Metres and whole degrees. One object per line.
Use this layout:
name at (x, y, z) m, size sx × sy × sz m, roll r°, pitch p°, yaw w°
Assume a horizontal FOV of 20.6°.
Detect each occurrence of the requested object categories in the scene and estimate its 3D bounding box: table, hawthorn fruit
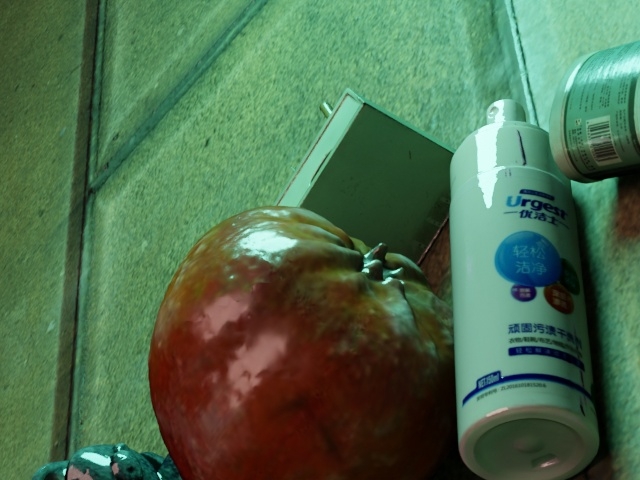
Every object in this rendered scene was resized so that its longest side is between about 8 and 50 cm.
table at (0.000, 0.000, 1.425) m, size 0.240 × 0.121 × 0.111 m, roll -57°, pitch 28°, yaw 8°
hawthorn fruit at (-0.025, 0.120, 1.257) m, size 0.272 × 0.242 × 0.242 m, roll -59°, pitch 27°, yaw 13°

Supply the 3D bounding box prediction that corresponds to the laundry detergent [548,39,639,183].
laundry detergent at (0.245, -0.097, 1.145) m, size 0.225 × 0.070 × 0.099 m, roll -12°, pitch 49°, yaw 57°

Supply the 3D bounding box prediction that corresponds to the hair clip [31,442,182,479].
hair clip at (-0.162, 0.282, 1.351) m, size 0.194 × 0.206 × 0.310 m, roll -26°, pitch 42°, yaw 43°

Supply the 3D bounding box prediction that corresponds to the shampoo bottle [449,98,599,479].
shampoo bottle at (0.135, 0.019, 1.208) m, size 0.092 × 0.092 × 0.303 m, roll -39°, pitch 34°, yaw 37°
